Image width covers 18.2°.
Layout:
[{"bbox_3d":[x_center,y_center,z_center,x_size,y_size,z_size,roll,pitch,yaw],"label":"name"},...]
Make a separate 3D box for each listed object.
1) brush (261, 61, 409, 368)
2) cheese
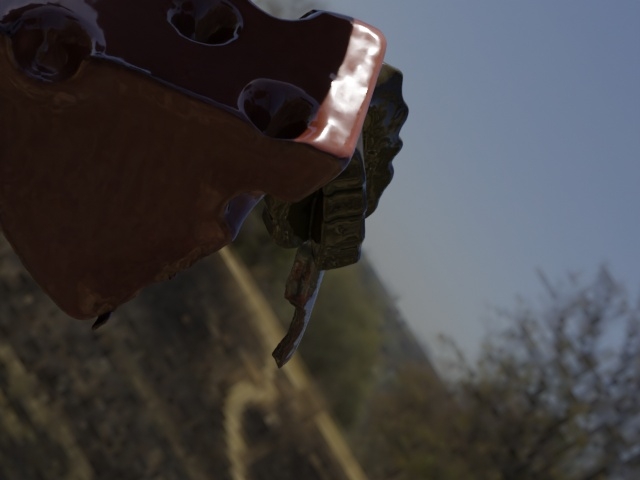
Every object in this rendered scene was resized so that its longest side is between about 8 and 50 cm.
[{"bbox_3d":[0.000,0.000,1.249,0.071,0.084,0.301,31,-33,11],"label":"brush"},{"bbox_3d":[-0.104,-0.081,0.995,0.177,0.203,0.128,44,38,-22],"label":"cheese"}]
